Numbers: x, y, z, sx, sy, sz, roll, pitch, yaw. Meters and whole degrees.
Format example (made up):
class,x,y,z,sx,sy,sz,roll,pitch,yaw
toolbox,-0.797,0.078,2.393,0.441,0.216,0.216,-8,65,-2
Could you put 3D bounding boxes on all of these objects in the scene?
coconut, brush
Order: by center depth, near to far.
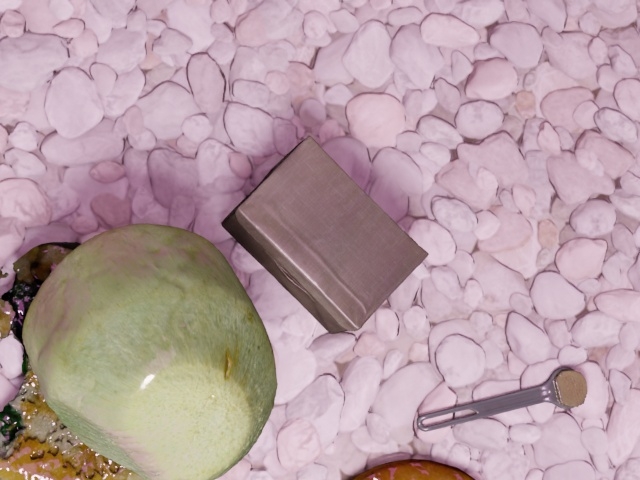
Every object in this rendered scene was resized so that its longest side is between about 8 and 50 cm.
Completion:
class,x,y,z,sx,sy,sz,roll,pitch,yaw
coconut,-0.203,0.134,1.583,0.328,0.328,0.281,29,103,-9
brush,0.266,0.238,1.880,0.266,0.027,0.062,-12,86,-15

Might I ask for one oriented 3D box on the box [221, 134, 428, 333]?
class,x,y,z,sx,sy,sz,roll,pitch,yaw
box,0.000,0.000,1.780,0.231,0.149,0.155,44,76,-5

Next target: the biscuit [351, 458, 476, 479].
class,x,y,z,sx,sy,sz,roll,pitch,yaw
biscuit,0.130,0.464,1.813,0.318,0.040,0.318,1,85,-15

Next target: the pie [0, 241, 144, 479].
class,x,y,z,sx,sy,sz,roll,pitch,yaw
pie,-0.302,0.186,1.722,0.296,0.078,0.371,2,82,-15
